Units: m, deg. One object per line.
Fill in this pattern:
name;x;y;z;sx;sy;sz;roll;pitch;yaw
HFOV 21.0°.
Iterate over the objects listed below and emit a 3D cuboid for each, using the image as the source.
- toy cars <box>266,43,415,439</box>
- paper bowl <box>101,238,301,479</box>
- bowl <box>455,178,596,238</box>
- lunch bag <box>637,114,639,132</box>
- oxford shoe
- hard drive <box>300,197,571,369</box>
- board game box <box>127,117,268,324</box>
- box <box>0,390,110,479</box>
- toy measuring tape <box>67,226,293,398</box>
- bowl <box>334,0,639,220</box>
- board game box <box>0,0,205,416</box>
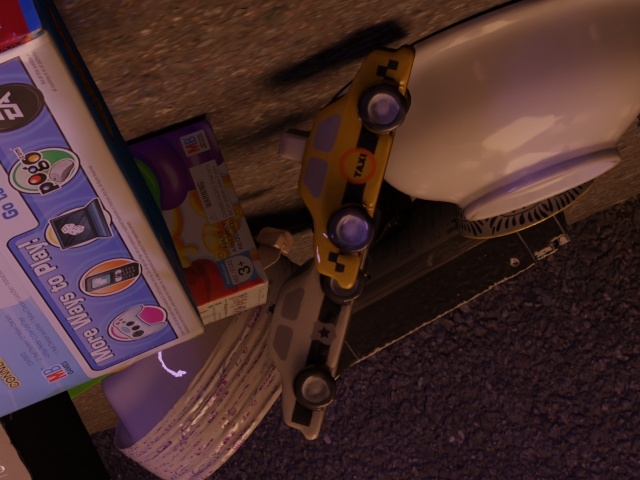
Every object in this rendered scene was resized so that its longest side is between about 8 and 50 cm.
toy cars;0.000;0.000;1.388;0.087;0.176;0.393;15;140;3
paper bowl;-0.136;0.122;1.919;0.284;0.148;0.284;-50;-165;19
bowl;0.206;-0.080;1.853;0.170;0.080;0.170;-24;-161;9
lunch bag;0.443;-0.186;1.712;0.279;0.108;0.224;-15;170;-38
oxford shoe;0.048;-0.030;1.909;0.096;0.083;0.227;-26;-177;20
hard drive;0.117;0.018;1.981;0.339;0.064;0.237;-29;-161;13
board game box;-0.194;0.025;1.379;0.275;0.142;0.144;-20;173;-6
box;-0.350;0.171;1.198;0.343;0.312;0.179;-17;-143;1
toy measuring tape;-0.169;0.036;1.663;0.330;0.121;0.121;-33;180;-30
bowl;0.168;-0.103;1.480;0.298;0.134;0.298;-21;173;-3
board game box;-0.243;0.006;0.885;0.302;0.086;0.308;-22;150;-2
